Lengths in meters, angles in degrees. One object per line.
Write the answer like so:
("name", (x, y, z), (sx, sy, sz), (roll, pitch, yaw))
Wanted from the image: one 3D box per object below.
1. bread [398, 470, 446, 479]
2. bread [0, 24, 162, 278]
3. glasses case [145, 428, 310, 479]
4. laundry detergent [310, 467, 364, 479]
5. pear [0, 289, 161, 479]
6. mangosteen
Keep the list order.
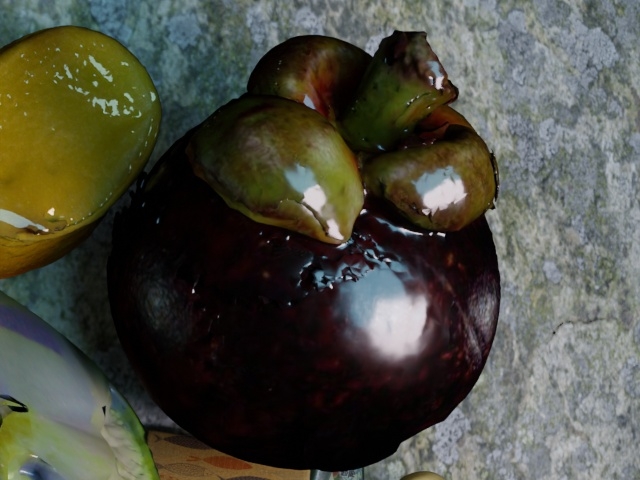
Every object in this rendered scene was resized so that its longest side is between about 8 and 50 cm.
("bread", (0.120, 0.396, 1.573), (0.173, 0.121, 0.311), (-54, 130, -65))
("bread", (-0.270, -0.084, 1.364), (0.195, 0.142, 0.270), (50, 55, -7))
("glasses case", (-0.096, 0.237, 1.468), (0.169, 0.041, 0.065), (10, 59, -9))
("laundry detergent", (-0.009, 0.243, 1.550), (0.144, 0.078, 0.222), (17, 74, -35))
("pear", (-0.319, 0.198, 1.212), (0.398, 0.399, 0.165), (33, 109, -29))
("mangosteen", (-0.002, 0.023, 1.351), (0.380, 0.421, 0.381), (11, 57, -18))
